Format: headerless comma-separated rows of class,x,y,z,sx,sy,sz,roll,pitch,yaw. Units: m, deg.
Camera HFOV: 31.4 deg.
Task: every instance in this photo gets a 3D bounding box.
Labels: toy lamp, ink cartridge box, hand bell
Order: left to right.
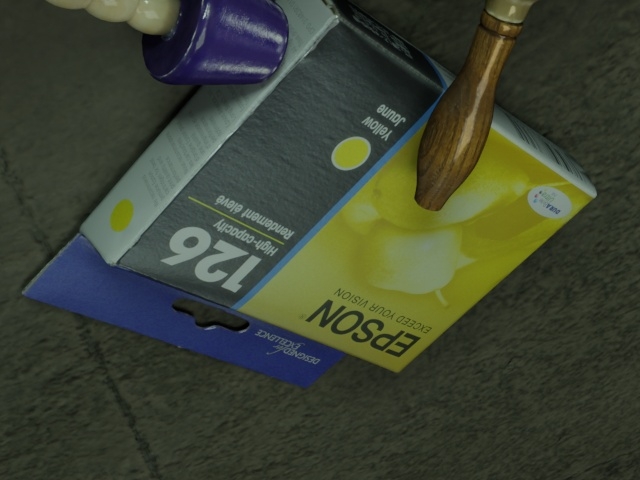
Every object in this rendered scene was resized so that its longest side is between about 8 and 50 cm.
toy lamp,-0.141,-0.140,0.601,0.275,0.080,0.080,14,125,-34
ink cartridge box,0.000,0.000,0.825,0.304,0.072,0.307,24,116,-43
hand bell,0.103,-0.123,0.681,0.126,0.126,0.242,2,124,-29
